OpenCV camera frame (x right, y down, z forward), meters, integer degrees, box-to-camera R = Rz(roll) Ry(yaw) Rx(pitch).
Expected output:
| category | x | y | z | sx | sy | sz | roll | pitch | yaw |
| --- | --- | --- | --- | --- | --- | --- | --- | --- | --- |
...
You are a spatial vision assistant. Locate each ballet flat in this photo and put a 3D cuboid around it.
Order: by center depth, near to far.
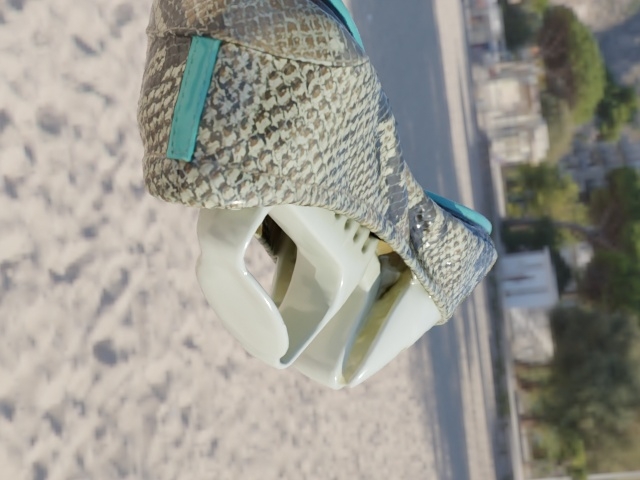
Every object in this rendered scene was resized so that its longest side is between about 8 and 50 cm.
| category | x | y | z | sx | sy | sz | roll | pitch | yaw |
| --- | --- | --- | --- | --- | --- | --- | --- | --- | --- |
| ballet flat | 0.000 | 0.000 | 0.813 | 0.483 | 0.164 | 0.182 | 44 | 60 | -66 |
